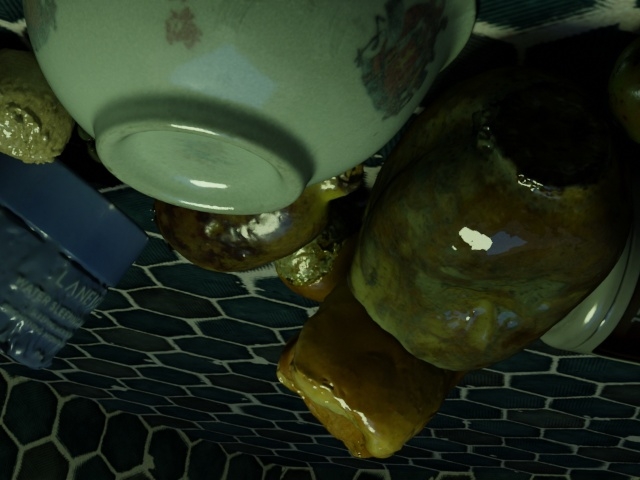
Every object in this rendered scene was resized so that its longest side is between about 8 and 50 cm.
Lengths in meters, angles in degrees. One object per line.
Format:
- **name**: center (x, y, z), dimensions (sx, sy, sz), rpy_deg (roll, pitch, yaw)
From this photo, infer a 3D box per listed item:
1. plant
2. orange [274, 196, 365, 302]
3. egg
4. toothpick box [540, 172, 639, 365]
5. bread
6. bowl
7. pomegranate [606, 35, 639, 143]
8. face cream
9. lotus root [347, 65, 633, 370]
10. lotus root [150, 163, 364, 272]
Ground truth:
- **plant**: center (-0.254, -0.113, 1.295), dimensions (0.085, 0.087, 0.174), rpy_deg (-21, 164, -19)
- **orange**: center (0.000, 0.000, 1.379), dimensions (0.134, 0.156, 0.156), rpy_deg (-40, 145, 6)
- **egg**: center (-0.329, -0.147, 1.182), dimensions (0.118, 0.116, 0.140), rpy_deg (-5, 130, 45)
- **toothpick box**: center (0.411, 0.043, 1.235), dimensions (0.316, 0.229, 0.229), rpy_deg (13, 159, -13)
- **bread**: center (0.107, 0.089, 1.275), dimensions (0.195, 0.344, 0.149), rpy_deg (47, 150, -7)
- **bowl**: center (-0.087, -0.145, 0.962), dimensions (0.435, 0.196, 0.435), rpy_deg (8, 159, 3)
- **pomegranate**: center (0.315, -0.121, 0.945), dimensions (0.114, 0.114, 0.142), rpy_deg (-12, 141, 45)
- **face cream**: center (-0.372, 0.009, 1.339), dimensions (0.249, 0.225, 0.249), rpy_deg (37, 173, 5)
- **lotus root**: center (0.172, -0.028, 1.079), dimensions (0.250, 0.250, 0.346), rpy_deg (13, 155, -7)
- **lotus root**: center (-0.087, -0.052, 1.254), dimensions (0.314, 0.141, 0.169), rpy_deg (-16, 109, 38)
